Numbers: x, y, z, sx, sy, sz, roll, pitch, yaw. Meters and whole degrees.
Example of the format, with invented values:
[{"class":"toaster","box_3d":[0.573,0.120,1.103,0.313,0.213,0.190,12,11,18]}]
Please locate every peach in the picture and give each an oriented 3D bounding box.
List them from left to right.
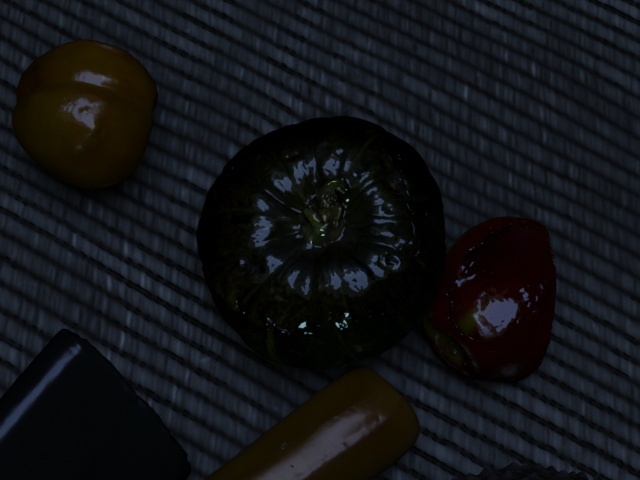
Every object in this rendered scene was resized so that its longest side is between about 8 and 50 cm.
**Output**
[{"class":"peach","box_3d":[-0.224,-0.119,1.436,0.138,0.138,0.138,1,67,-3]},{"class":"peach","box_3d":[0.167,0.046,1.412,0.127,0.092,0.172,26,70,10]}]

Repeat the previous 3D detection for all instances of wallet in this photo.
[{"class":"wallet","box_3d":[-0.275,0.283,1.216,0.062,0.228,0.406,22,65,35]}]

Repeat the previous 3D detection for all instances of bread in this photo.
[{"class":"bread","box_3d":[-0.022,0.205,1.342,0.239,0.074,0.092,-36,79,-17]}]

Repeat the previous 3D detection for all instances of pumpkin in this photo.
[{"class":"pumpkin","box_3d":[0.000,-0.002,1.375,0.238,0.159,0.238,-4,63,7]}]

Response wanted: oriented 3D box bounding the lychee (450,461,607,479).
[{"class":"lychee","box_3d":[0.170,0.307,1.194,0.300,0.300,0.300,1,67,-3]}]
